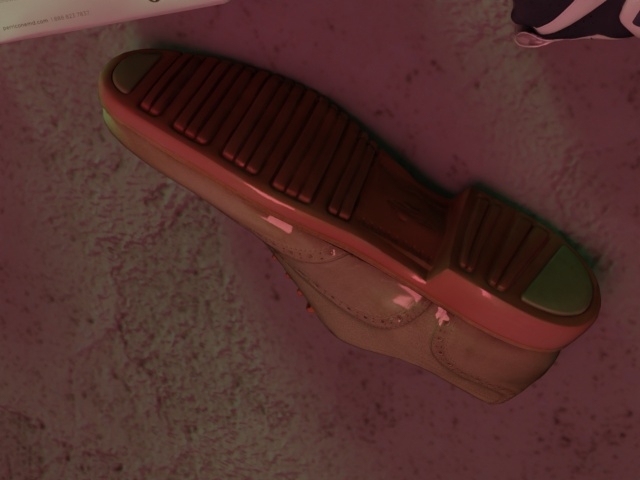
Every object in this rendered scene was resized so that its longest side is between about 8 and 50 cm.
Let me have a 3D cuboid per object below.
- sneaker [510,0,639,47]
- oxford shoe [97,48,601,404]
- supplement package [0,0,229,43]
[{"bbox_3d":[0.141,-0.226,1.018,0.153,0.094,0.235,-15,122,16],"label":"sneaker"},{"bbox_3d":[0.000,0.000,1.168,0.397,0.140,0.146,31,130,3],"label":"oxford shoe"},{"bbox_3d":[-0.148,-0.303,1.023,0.175,0.177,0.293,-6,115,22],"label":"supplement package"}]
